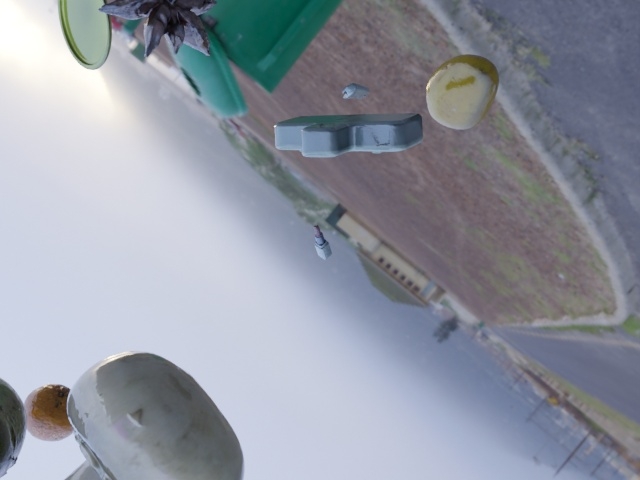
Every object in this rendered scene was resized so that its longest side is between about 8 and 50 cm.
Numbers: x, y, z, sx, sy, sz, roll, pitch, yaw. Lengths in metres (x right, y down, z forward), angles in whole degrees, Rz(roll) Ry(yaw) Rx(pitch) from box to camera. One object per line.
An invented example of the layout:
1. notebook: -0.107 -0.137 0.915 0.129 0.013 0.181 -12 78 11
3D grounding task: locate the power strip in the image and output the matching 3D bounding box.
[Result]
1. power strip: 0.035 -0.188 1.348 0.264 0.059 0.193 4 -163 27

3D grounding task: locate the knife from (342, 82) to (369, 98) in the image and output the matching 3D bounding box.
1. knife: 0.082 -0.343 1.733 0.023 0.044 0.162 50 -164 3

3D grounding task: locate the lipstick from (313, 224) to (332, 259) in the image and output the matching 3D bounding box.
1. lipstick: 0.000 0.000 1.662 0.025 0.025 0.107 34 158 33

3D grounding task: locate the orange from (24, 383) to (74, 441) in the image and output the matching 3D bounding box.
1. orange: -0.623 0.396 1.738 0.135 0.117 0.136 12 -135 -12

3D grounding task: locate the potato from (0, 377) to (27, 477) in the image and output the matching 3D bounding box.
1. potato: -0.567 0.302 1.205 0.176 0.141 0.298 25 180 -19

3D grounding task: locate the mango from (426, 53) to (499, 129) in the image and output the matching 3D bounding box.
1. mango: 0.284 -0.295 1.471 0.137 0.098 0.195 48 152 -5

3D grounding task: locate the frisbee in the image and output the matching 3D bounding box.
1. frisbee: -0.542 -0.510 1.721 0.017 0.236 0.236 -20 -132 -40

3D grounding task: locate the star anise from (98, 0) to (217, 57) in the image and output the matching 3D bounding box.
1. star anise: -0.227 -0.349 1.109 0.065 0.182 0.195 -10 133 47

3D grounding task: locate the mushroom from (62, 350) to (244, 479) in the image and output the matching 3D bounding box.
1. mushroom: -0.289 0.350 1.117 0.314 0.336 0.314 38 161 16
